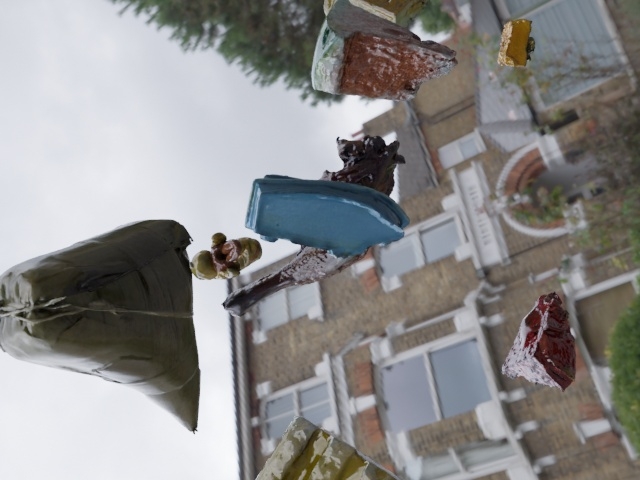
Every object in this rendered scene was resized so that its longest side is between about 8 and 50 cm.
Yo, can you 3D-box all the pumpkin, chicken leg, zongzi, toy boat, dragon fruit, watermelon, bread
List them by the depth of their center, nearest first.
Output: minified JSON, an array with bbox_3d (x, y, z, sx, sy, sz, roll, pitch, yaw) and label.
[{"bbox_3d":[0.055,-0.206,0.853,0.158,0.097,0.121,-1,-141,-21],"label":"watermelon"},{"bbox_3d":[0.270,0.107,0.921,0.063,0.097,0.131,53,-124,-33],"label":"dragon fruit"},{"bbox_3d":[0.014,-0.041,1.078,0.238,0.109,0.098,8,-155,-11],"label":"toy boat"},{"bbox_3d":[0.317,-0.315,1.218,0.083,0.054,0.074,-61,-21,-76],"label":"pumpkin"},{"bbox_3d":[0.000,0.000,1.223,0.158,0.407,0.096,28,-153,-32],"label":"chicken leg"},{"bbox_3d":[-0.376,0.228,1.345,0.500,0.218,0.466,-30,-72,-62],"label":"zongzi"},{"bbox_3d":[0.090,-0.444,1.414,0.088,0.128,0.232,33,-179,-44],"label":"bread"}]

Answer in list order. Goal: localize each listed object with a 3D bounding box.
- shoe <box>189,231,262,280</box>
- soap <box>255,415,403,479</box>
[{"bbox_3d":[-0.148,0.023,1.168,0.069,0.109,0.072,17,-113,-64],"label":"shoe"},{"bbox_3d":[-0.022,0.316,0.675,0.173,0.274,0.089,26,168,35],"label":"soap"}]
